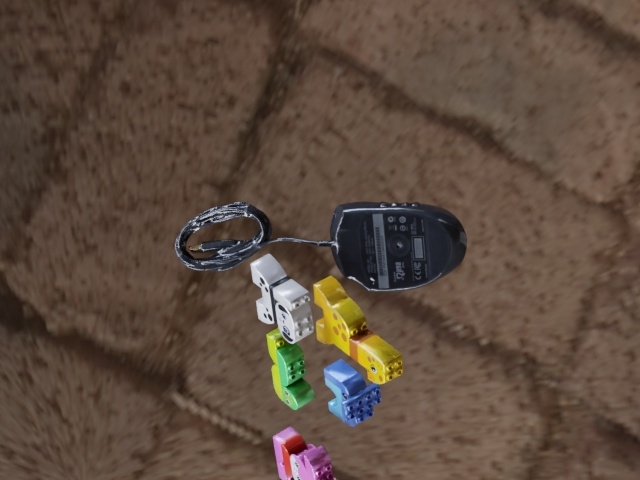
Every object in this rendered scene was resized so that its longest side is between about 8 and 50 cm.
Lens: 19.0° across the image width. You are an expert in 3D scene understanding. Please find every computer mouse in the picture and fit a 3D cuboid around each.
[{"bbox_3d":[0.000,0.000,1.519,0.242,0.041,0.071,2,106,18],"label":"computer mouse"}]

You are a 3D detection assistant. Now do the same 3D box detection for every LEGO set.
[{"bbox_3d":[0.016,0.111,1.540,0.087,0.093,0.227,-28,131,-26],"label":"LEGO set"}]
